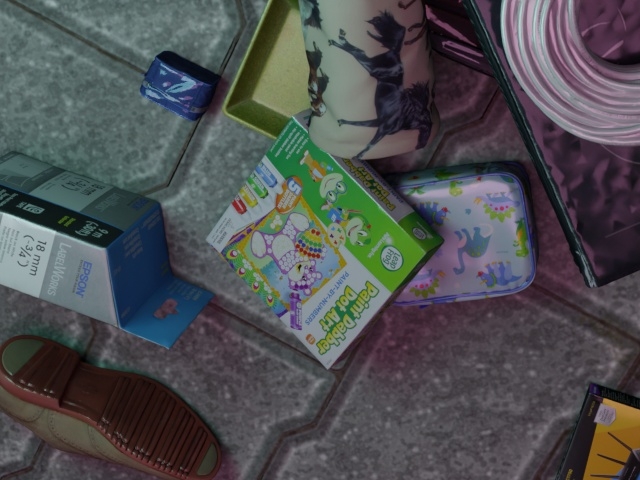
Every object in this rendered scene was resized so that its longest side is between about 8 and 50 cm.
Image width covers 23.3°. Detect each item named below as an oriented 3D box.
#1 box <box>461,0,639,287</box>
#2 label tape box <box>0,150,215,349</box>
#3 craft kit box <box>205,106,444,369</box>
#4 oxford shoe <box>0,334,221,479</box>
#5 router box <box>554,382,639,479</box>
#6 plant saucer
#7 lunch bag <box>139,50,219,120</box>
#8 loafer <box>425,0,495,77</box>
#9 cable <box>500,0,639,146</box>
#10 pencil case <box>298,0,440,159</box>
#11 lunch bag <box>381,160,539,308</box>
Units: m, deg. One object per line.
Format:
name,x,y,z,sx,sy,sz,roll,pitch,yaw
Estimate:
box,0.417,-0.273,1.728,0.480,0.297,0.471,-23,99,8
label tape box,-0.307,0.004,2.031,0.334,0.240,0.106,20,108,5
craft kit box,0.000,0.000,1.998,0.246,0.061,0.250,44,127,10
oxford shoe,-0.305,0.256,2.194,0.348,0.123,0.130,30,137,1
router box,0.395,0.294,2.072,0.133,0.046,0.179,18,110,6
plant saucer,-0.006,-0.209,2.002,0.188,0.045,0.188,27,110,3
lunch bag,-0.190,-0.201,2.032,0.098,0.067,0.065,27,110,4
loafer,0.113,-0.301,1.929,0.303,0.109,0.095,25,95,-3
cable,0.310,-0.225,1.555,0.257,0.089,0.257,27,104,-3
pencil case,0.038,-0.279,1.777,0.160,0.183,0.410,-23,129,-16
lunch bag,0.169,-0.006,2.004,0.219,0.090,0.176,-8,104,14
